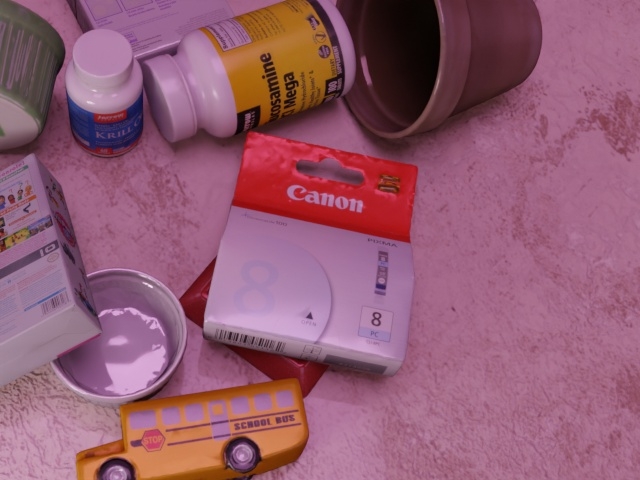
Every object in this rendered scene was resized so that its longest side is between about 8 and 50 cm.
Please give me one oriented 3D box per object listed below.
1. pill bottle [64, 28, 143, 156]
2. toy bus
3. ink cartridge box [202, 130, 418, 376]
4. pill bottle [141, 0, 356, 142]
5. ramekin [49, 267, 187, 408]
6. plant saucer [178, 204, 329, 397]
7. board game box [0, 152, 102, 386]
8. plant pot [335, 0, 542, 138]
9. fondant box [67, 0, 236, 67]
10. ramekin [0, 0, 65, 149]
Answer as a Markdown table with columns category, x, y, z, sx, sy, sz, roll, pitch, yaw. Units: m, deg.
| category | x | y | z | sx | sy | sz | roll | pitch | yaw |
| --- | --- | --- | --- | --- | --- | --- | --- | --- | --- |
| pill bottle | -0.349 | -0.239 | 1.630 | 0.124 | 0.221 | 0.124 | 3 | 65 | -7 |
| toy bus | -0.187 | 0.296 | 1.470 | 0.332 | 0.108 | 0.130 | -7 | 66 | -12 |
| ink cartridge box | 0.000 | 0.000 | 1.598 | 0.308 | 0.091 | 0.385 | 12 | 65 | -4 |
| pill bottle | -0.123 | -0.286 | 1.709 | 0.333 | 0.188 | 0.188 | -22 | 71 | -18 |
| ramekin | -0.306 | 0.155 | 1.516 | 0.207 | 0.109 | 0.207 | 4 | 64 | -8 |
| plant saucer | -0.056 | 0.080 | 1.628 | 0.258 | 0.048 | 0.259 | 35 | 65 | 8 |
| board game box | -0.464 | 0.049 | 1.468 | 0.224 | 0.097 | 0.303 | -27 | 55 | 2 |
| plant pot | 0.220 | -0.353 | 1.756 | 0.280 | 0.323 | 0.323 | -11 | 66 | -31 |
| fondant box | -0.325 | -0.451 | 1.804 | 0.238 | 0.096 | 0.330 | -23 | 72 | -18 |
| ramekin | -0.560 | -0.256 | 1.568 | 0.303 | 0.303 | 0.148 | 5 | 72 | -7 |
